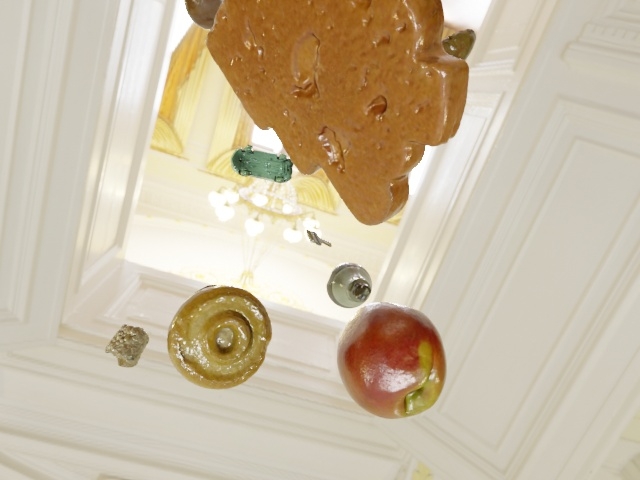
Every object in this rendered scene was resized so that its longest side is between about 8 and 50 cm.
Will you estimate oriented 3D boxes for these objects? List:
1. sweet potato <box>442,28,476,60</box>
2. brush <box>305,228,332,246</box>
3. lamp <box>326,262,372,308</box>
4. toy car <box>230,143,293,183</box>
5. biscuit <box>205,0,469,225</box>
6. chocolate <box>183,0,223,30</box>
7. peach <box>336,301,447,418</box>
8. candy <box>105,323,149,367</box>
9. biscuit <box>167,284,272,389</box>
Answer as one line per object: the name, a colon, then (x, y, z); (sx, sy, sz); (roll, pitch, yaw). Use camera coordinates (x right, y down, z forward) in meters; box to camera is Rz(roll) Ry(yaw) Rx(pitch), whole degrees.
sweet potato: (0.090, -0.185, 0.570); (0.067, 0.274, 0.067); (53, 175, 7)
brush: (0.000, 0.000, 1.298); (0.043, 0.014, 0.170); (65, -165, 18)
lamp: (0.111, 0.193, 1.734); (0.182, 0.181, 0.314); (19, -167, -3)
toy car: (-0.173, -0.221, 1.346); (0.186, 0.093, 0.058); (8, 173, -19)
biscuit: (-0.003, -0.168, 0.433); (0.306, 0.283, 0.043); (30, -133, 33)
chocolate: (-0.263, -0.605, 1.133); (0.177, 0.176, 0.176); (18, -163, -6)
peach: (0.185, 0.311, 1.241); (0.308, 0.307, 0.332); (13, -158, -20)
candy: (-0.545, 0.298, 1.297); (0.085, 0.095, 0.110); (5, -132, 31)
biscuit: (-0.273, 0.269, 1.280); (0.297, 0.295, 0.102); (10, 171, -29)
